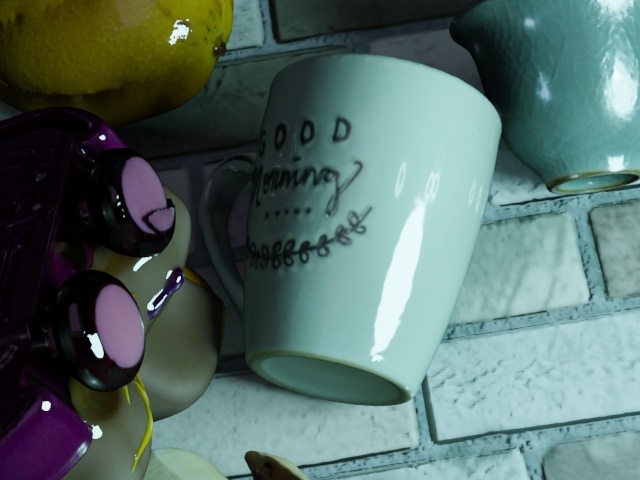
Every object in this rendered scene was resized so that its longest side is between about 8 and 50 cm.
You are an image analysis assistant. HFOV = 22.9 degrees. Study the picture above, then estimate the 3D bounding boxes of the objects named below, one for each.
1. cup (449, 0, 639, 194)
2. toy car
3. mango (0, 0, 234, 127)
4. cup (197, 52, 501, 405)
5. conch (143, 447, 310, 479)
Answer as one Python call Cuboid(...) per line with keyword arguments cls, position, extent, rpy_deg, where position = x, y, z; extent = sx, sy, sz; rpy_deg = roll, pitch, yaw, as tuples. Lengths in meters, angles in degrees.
Cuboid(cls="cup", position=(0.211, -0.118, 1.280), extent=(0.199, 0.199, 0.150), rpy_deg=(-7, 80, 2))
Cuboid(cls="toy car", position=(-0.200, 0.085, 1.134), extent=(0.271, 0.240, 0.341), rpy_deg=(-14, 46, 25))
Cuboid(cls="mango", position=(-0.195, -0.179, 1.362), extent=(0.236, 0.136, 0.166), rpy_deg=(2, 66, 13))
Cuboid(cls="cup", position=(0.000, 0.000, 1.245), extent=(0.258, 0.186, 0.234), rpy_deg=(-1, 67, 39))
Cuboid(cls="conch", position=(-0.061, 0.237, 1.119), extent=(0.158, 0.127, 0.255), rpy_deg=(-8, 23, -32))
